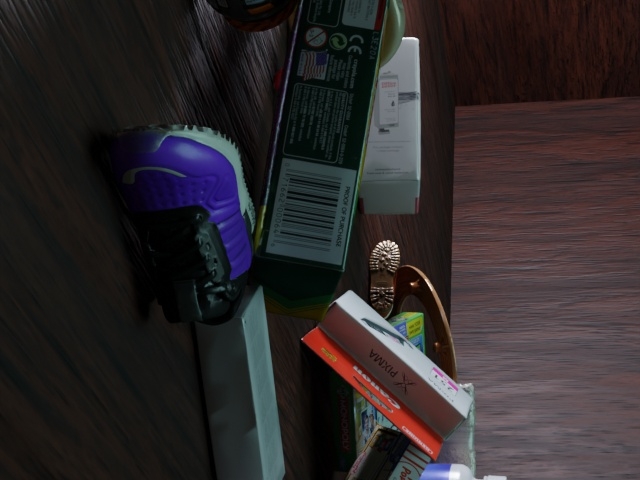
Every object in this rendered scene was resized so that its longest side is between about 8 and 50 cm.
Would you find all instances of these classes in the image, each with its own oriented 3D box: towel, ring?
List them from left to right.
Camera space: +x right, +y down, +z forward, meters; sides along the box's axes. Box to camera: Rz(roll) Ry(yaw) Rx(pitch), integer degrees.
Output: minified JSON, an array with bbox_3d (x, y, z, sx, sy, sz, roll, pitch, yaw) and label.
[{"bbox_3d":[0.189,0.217,2.580,0.336,0.032,0.336,171,-90,-73],"label":"ring"},{"bbox_3d":[0.194,0.365,2.455,0.049,0.282,0.187,6,80,-34],"label":"towel"}]

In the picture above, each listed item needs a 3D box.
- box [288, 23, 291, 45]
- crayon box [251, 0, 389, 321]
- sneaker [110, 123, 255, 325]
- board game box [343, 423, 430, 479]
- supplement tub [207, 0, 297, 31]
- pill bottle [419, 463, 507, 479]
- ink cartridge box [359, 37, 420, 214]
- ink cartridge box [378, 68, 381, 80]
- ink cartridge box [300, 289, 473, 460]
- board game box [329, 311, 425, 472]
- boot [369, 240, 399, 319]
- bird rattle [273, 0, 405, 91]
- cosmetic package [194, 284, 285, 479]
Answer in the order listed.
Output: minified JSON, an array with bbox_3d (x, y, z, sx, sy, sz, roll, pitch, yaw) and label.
[{"bbox_3d":[0.001,-0.214,1.971,0.216,0.060,0.270,44,45,-73],"label":"box"},{"bbox_3d":[-0.002,-0.112,1.517,0.313,0.106,0.363,103,-3,-77],"label":"crayon box"},{"bbox_3d":[-0.120,0.001,1.206,0.293,0.102,0.146,62,28,-66],"label":"sneaker"},{"bbox_3d":[0.095,0.367,2.018,0.146,0.045,0.193,-57,-169,-9],"label":"board game box"},{"bbox_3d":[-0.086,-0.319,1.398,0.190,0.117,0.117,67,23,-60],"label":"supplement tub"},{"bbox_3d":[0.189,0.465,2.253,0.152,0.272,0.152,-2,90,-79],"label":"pill bottle"},{"bbox_3d":[0.129,-0.211,2.426,0.207,0.117,0.283,76,14,-73],"label":"ink cartridge box"},{"bbox_3d":[0.059,-0.309,1.971,0.109,0.062,0.209,-80,164,-51],"label":"ink cartridge box"},{"bbox_3d":[0.108,0.201,2.001,0.060,0.275,0.239,-49,176,11],"label":"ink cartridge box"},{"bbox_3d":[0.106,0.257,2.250,0.317,0.046,0.213,-17,105,-62],"label":"board game box"},{"bbox_3d":[0.125,0.081,2.582,0.084,0.059,0.158,81,17,-64],"label":"boot"},{"bbox_3d":[0.014,-0.286,1.735,0.143,0.207,0.253,-33,112,-56],"label":"bird rattle"},{"bbox_3d":[-0.089,0.178,1.438,0.099,0.060,0.239,-67,153,-69],"label":"cosmetic package"}]
